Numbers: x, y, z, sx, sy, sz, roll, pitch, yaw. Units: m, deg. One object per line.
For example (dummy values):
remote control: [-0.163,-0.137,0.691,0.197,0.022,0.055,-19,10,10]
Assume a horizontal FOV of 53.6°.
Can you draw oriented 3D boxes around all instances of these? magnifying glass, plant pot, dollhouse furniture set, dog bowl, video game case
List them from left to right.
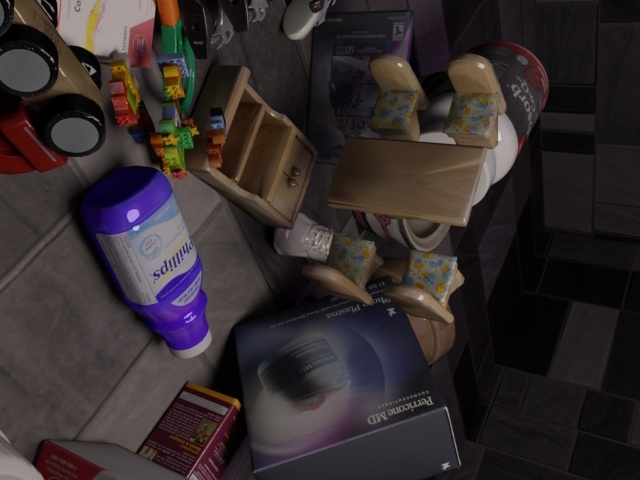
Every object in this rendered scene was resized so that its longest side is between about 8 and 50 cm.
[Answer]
magnifying glass: [-0.189,-0.260,0.807,0.231,0.026,0.092,98,1,-55]
dollhouse furniture set: [0.031,-0.115,0.940,0.256,0.394,0.361,38,66,-56]
video game case: [0.065,-0.271,1.147,0.026,0.196,0.274,-10,108,-56]
plant pot: [0.121,0.199,1.370,0.229,0.263,0.262,-32,127,-32]
dog bowl: [0.201,-0.180,1.456,0.408,0.151,0.407,-24,118,-55]

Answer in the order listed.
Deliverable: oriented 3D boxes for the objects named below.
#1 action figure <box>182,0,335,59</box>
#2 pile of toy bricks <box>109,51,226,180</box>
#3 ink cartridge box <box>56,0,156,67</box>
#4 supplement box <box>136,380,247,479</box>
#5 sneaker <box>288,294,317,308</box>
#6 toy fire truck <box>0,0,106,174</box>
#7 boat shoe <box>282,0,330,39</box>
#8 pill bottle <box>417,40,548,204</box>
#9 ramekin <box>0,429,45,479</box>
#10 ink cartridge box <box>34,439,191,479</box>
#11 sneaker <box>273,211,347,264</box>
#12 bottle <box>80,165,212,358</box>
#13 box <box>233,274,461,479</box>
action figure: [-0.078,-0.350,0.886,0.285,0.186,0.099,-52,131,-48]
pile of toy bricks: [-0.180,-0.126,0.780,0.212,0.118,0.105,83,0,-63]
ink cartridge box: [-0.276,-0.266,0.697,0.198,0.067,0.115,-6,104,-59]
supplement box: [-0.203,0.324,0.966,0.188,0.104,0.080,-56,143,-34]
sneaker: [-0.053,0.150,1.228,0.170,0.068,0.071,-29,106,-62]
toy fire truck: [-0.348,-0.131,0.572,0.217,0.247,0.158,65,4,-52]
boat shoe: [-0.012,-0.415,1.115,0.063,0.066,0.184,51,46,-51]
pill bottle: [0.309,-0.232,1.265,0.363,0.210,0.210,-52,140,-39]
ramekin: [-0.391,0.312,0.621,0.273,0.127,0.272,-26,122,-54]
ink cartridge box: [-0.272,0.423,0.760,0.131,0.226,0.306,29,74,-57]
sneaker: [0.000,0.000,1.200,0.232,0.115,0.090,18,83,-60]
bottle: [-0.220,0.042,0.861,0.118,0.092,0.282,-52,140,-42]
box: [0.034,0.250,1.041,0.294,0.297,0.182,-109,179,-49]
